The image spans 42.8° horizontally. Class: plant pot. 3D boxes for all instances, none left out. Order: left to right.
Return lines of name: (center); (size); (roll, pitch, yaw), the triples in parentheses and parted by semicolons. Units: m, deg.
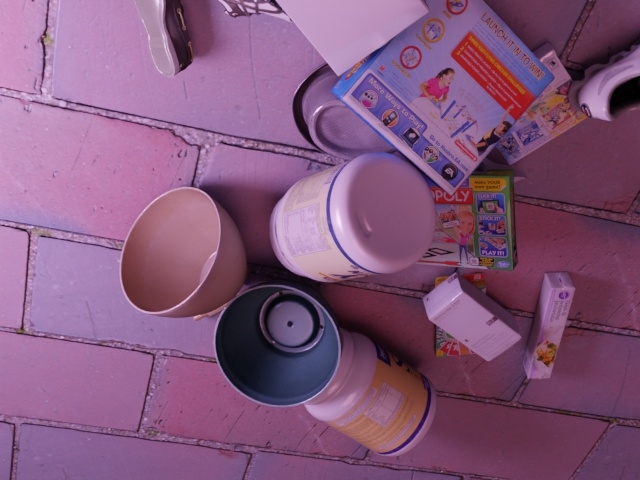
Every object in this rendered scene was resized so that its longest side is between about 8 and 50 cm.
plant pot: (-0.270, 0.048, 1.790); (0.284, 0.284, 0.191); (-33, 145, 20)
plant pot: (-0.085, 0.218, 1.926); (0.293, 0.196, 0.293); (2, 103, 8)

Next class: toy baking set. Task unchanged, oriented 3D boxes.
toy baking set: (-0.294, 0.105, 1.961); (0.256, 0.030, 0.196); (-31, 118, 11)

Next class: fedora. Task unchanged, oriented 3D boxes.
fedora: (0.080, -0.244, 1.656); (0.275, 0.124, 0.243); (17, 125, -17)

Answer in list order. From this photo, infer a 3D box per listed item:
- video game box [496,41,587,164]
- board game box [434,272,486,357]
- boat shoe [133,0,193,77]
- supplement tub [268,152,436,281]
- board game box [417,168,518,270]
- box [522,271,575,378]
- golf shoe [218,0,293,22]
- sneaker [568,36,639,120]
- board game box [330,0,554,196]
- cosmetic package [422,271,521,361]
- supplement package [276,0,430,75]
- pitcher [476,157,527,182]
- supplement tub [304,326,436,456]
video game box: (0.434, -0.281, 1.703); (0.205, 0.048, 0.187); (-32, 121, 19)
board game box: (0.353, 0.192, 2.074); (0.124, 0.039, 0.259); (-6, 125, 0)
boat shoe: (-0.293, -0.423, 1.528); (0.081, 0.069, 0.227); (18, 132, 33)
supplement tub: (0.054, -0.037, 1.668); (0.235, 0.235, 0.325); (29, 160, -24)
board game box: (0.257, -0.049, 1.757); (0.317, 0.046, 0.213); (3, 116, 26)
box: (0.583, 0.224, 2.093); (0.063, 0.067, 0.324); (-1, 127, -4)
golf shoe: (-0.128, -0.452, 1.523); (0.198, 0.077, 0.094); (26, 136, -17)
sneaker: (0.664, -0.339, 1.598); (0.330, 0.146, 0.122); (-38, 120, 7)
board game box: (0.232, -0.297, 1.546); (0.308, 0.086, 0.302); (39, 95, -23)
cosmetic package: (0.372, 0.190, 2.000); (0.231, 0.085, 0.117); (34, 117, -28)
supplement package: (0.025, -0.476, 1.426); (0.199, 0.198, 0.262); (-33, 123, 18)
pitcher: (0.330, -0.095, 1.807); (0.178, 0.125, 0.207); (28, 114, 3)
supplement tub: (0.105, 0.379, 2.068); (0.331, 0.241, 0.241); (36, 117, -27)
